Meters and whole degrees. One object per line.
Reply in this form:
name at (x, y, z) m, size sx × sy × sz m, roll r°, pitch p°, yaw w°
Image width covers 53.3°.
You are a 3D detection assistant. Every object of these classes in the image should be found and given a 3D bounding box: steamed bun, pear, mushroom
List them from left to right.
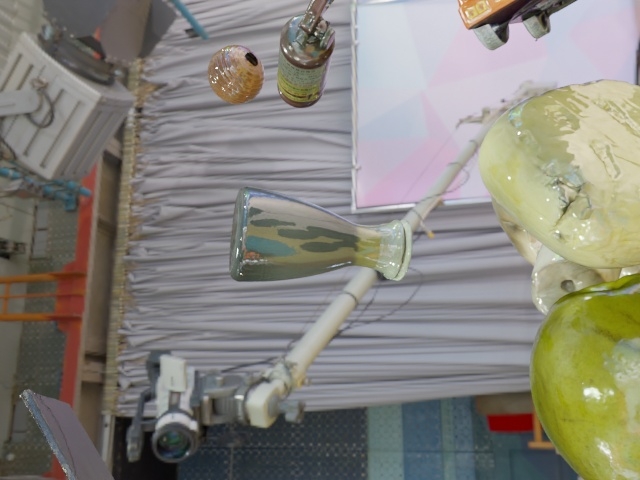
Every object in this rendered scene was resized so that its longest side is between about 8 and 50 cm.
steamed bun at (0.324, -0.063, 0.745) m, size 0.232 × 0.273 × 0.166 m, roll 55°, pitch 151°, yaw 34°
mushroom at (0.472, -0.051, 1.064) m, size 0.353 × 0.325 × 0.353 m, roll 58°, pitch -163°, yaw -30°
pear at (0.413, 0.202, 0.841) m, size 0.307 × 0.253 × 0.253 m, roll 69°, pitch -164°, yaw -2°

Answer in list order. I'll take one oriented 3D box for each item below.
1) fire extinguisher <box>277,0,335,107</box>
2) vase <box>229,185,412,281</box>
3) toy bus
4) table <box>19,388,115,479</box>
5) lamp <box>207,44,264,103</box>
fire extinguisher at (-0.018, -0.274, 0.869) m, size 0.252 × 0.075 × 0.106 m, roll 116°, pitch 164°, yaw -80°
vase at (0.000, 0.000, 1.176) m, size 0.173 × 0.322 × 0.173 m, roll -175°, pitch 90°, yaw -79°
toy bus at (0.240, -0.309, 0.683) m, size 0.329 × 0.143 × 0.153 m, roll -32°, pitch -84°, yaw -54°
table at (-0.402, 0.395, 0.851) m, size 0.282 × 0.251 × 0.196 m, roll 52°, pitch 167°, yaw 15°
lamp at (-0.196, -0.387, 1.488) m, size 0.136 × 0.137 × 0.136 m, roll -4°, pitch -90°, yaw -75°
